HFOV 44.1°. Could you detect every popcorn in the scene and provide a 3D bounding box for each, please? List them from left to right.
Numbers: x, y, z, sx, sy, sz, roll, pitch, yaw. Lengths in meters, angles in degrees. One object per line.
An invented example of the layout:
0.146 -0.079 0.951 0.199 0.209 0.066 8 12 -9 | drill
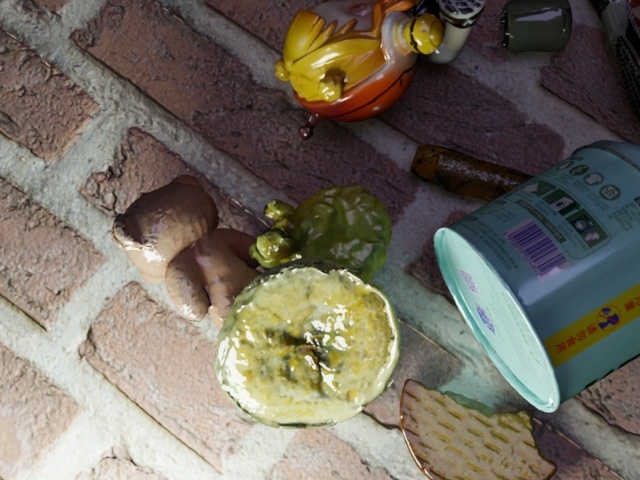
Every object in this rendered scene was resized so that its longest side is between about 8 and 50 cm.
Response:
0.005 -0.008 1.161 0.195 0.173 0.168 22 109 -13 | popcorn

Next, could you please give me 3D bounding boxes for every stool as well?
0.354 -0.357 1.303 0.110 0.096 0.096 -4 72 7 | stool

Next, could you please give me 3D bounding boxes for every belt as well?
0.512 -0.356 1.287 0.094 0.126 0.359 -14 66 8 | belt

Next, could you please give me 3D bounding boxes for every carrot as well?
0.255 -0.095 1.239 0.228 0.069 0.069 18 74 7 | carrot

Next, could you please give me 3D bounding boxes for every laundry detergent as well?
0.359 0.033 1.075 0.305 0.287 0.287 -29 73 -6 | laundry detergent

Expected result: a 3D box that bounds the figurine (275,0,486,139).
0.078 -0.305 1.245 0.323 0.196 0.320 -30 30 -15 | figurine

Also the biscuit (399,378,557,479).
0.214 0.279 1.138 0.176 0.031 0.228 -34 72 -9 | biscuit

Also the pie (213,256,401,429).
-0.019 0.150 1.105 0.274 0.055 0.274 -2 111 -4 | pie

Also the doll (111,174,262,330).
-0.180 0.055 1.190 0.303 0.156 0.201 52 39 -3 | doll
